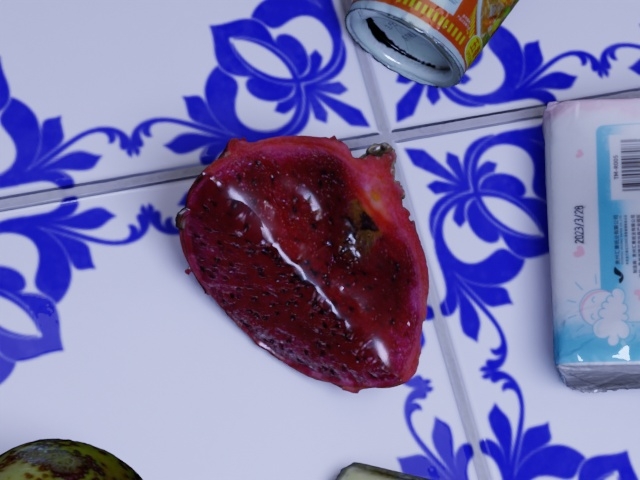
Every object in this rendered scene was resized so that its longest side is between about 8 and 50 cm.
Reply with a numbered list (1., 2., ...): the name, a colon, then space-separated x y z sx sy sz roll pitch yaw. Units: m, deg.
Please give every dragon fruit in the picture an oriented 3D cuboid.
1. dragon fruit: 0.000 0.000 1.329 0.262 0.134 0.211 50 56 -10

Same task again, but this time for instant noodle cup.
1. instant noodle cup: 0.132 -0.269 1.422 0.193 0.193 0.212 30 77 -2

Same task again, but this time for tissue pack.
1. tissue pack: 0.314 0.003 1.369 0.202 0.124 0.271 -1 72 9

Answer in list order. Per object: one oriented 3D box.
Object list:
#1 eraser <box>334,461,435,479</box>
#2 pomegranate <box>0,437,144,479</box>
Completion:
1. eraser: 0.063 0.258 1.224 0.058 0.172 0.117 47 64 -30
2. pomegranate: -0.249 0.252 1.135 0.277 0.204 0.222 35 50 -2
